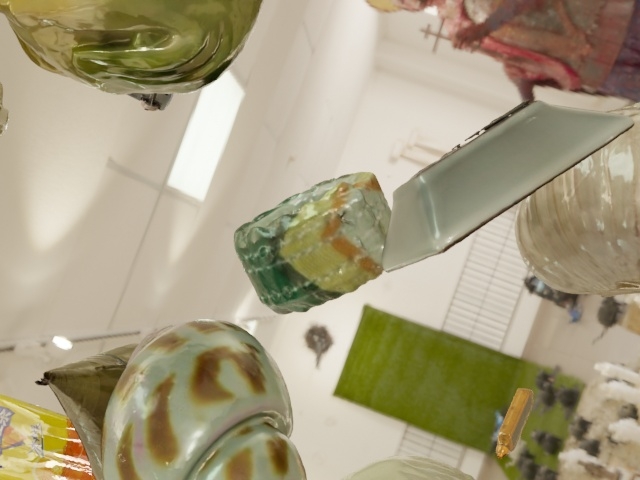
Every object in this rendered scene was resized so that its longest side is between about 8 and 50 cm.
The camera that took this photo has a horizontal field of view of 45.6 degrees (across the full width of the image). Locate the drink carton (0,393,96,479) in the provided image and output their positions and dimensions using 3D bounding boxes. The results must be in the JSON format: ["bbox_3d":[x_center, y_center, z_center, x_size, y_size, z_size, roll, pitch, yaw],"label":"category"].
[{"bbox_3d":[-0.577,0.401,1.492,0.111,0.351,0.154,117,172,-65],"label":"drink carton"}]

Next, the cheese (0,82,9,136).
[{"bbox_3d":[-0.467,-0.150,0.818,0.266,0.233,0.127,-134,34,-59],"label":"cheese"}]

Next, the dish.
[{"bbox_3d":[0.164,-0.067,0.771,0.243,0.080,0.182,-31,-2,-15],"label":"dish"}]

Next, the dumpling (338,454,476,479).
[{"bbox_3d":[0.063,0.198,0.478,0.126,0.216,0.166,-55,-17,-14],"label":"dumpling"}]

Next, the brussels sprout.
[{"bbox_3d":[-0.210,-0.282,0.829,0.344,0.344,0.268,-42,-70,-77],"label":"brussels sprout"}]

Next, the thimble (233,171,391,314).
[{"bbox_3d":[0.000,0.000,1.299,0.288,0.167,0.254,-16,16,48],"label":"thimble"}]

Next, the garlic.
[{"bbox_3d":[0.413,-0.057,0.989,0.317,0.318,0.259,81,-164,-77],"label":"garlic"}]

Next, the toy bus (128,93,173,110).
[{"bbox_3d":[-0.302,-0.275,1.197,0.073,0.167,0.076,-60,7,38],"label":"toy bus"}]

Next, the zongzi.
[{"bbox_3d":[-0.327,0.275,1.112,0.256,0.115,0.228,-2,-83,-73],"label":"zongzi"}]

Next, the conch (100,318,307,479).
[{"bbox_3d":[-0.121,0.241,0.880,0.249,0.368,0.197,-38,-16,-15],"label":"conch"}]

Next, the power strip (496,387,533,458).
[{"bbox_3d":[0.386,0.367,1.523,0.178,0.028,0.049,-51,-44,-41],"label":"power strip"}]
